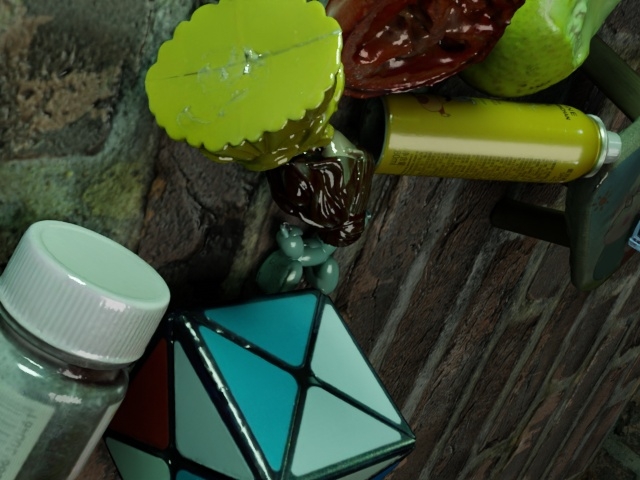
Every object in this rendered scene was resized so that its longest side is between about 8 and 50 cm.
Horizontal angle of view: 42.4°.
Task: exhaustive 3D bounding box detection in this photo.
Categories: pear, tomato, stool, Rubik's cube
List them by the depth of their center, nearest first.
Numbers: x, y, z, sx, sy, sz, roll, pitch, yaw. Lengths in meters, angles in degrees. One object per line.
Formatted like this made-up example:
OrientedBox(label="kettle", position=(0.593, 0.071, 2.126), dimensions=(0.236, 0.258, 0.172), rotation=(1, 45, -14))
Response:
OrientedBox(label="tomato", position=(0.100, -0.252, 0.896), dimensions=(0.227, 0.101, 0.228), rotation=(-16, 157, -7))
OrientedBox(label="Rubik's cube", position=(-0.078, 0.230, 0.990), dimensions=(0.246, 0.248, 0.250), rotation=(-6, 143, -47))
OrientedBox(label="pear", position=(0.262, -0.308, 1.001), dimensions=(0.286, 0.176, 0.282), rotation=(17, 110, -52))
OrientedBox(label="stool", position=(0.435, -0.127, 1.314), dimensions=(0.310, 0.226, 0.310), rotation=(-41, 145, -16))

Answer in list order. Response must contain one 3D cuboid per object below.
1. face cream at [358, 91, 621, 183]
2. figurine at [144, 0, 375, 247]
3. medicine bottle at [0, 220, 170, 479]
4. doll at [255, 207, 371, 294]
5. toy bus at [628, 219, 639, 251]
OrientedBox(label="face cream", position=(0.227, -0.128, 1.055), dimensions=(0.348, 0.105, 0.105), rotation=(2, 124, -17))
OrientedBox(label="figurine", position=(-0.025, -0.112, 0.891), dimensions=(0.187, 0.168, 0.315), rotation=(-35, 155, 5))
OrientedBox(label="medicine bottle", position=(-0.273, 0.133, 0.801), dimensions=(0.165, 0.165, 0.273), rotation=(19, 105, -54))
OrientedBox(label="doll", position=(0.000, 0.000, 1.079), dimensions=(0.159, 0.059, 0.159), rotation=(-10, 129, -42))
OrientedBox(label="toy bus", position=(0.563, -0.027, 1.291), dimensions=(0.167, 0.073, 0.076), rotation=(-27, 138, -30))
